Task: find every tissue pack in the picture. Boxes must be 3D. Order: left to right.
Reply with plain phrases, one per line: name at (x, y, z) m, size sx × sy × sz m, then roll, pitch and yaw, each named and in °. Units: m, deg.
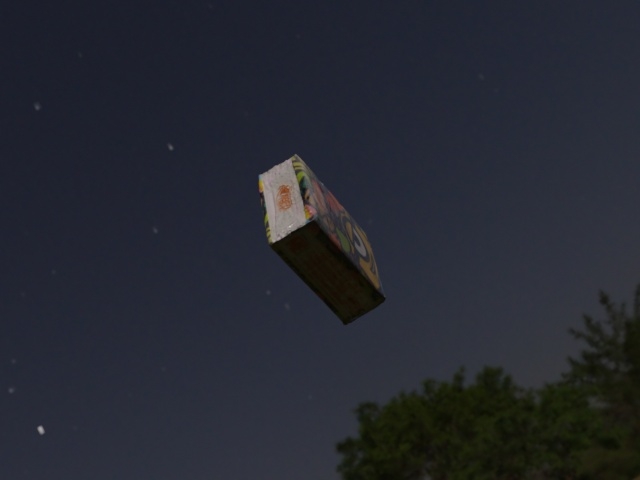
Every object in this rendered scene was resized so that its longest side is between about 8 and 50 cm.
tissue pack at (0.000, 0.000, 0.980) m, size 0.060 × 0.108 × 0.148 m, roll -30°, pitch -48°, yaw 14°
